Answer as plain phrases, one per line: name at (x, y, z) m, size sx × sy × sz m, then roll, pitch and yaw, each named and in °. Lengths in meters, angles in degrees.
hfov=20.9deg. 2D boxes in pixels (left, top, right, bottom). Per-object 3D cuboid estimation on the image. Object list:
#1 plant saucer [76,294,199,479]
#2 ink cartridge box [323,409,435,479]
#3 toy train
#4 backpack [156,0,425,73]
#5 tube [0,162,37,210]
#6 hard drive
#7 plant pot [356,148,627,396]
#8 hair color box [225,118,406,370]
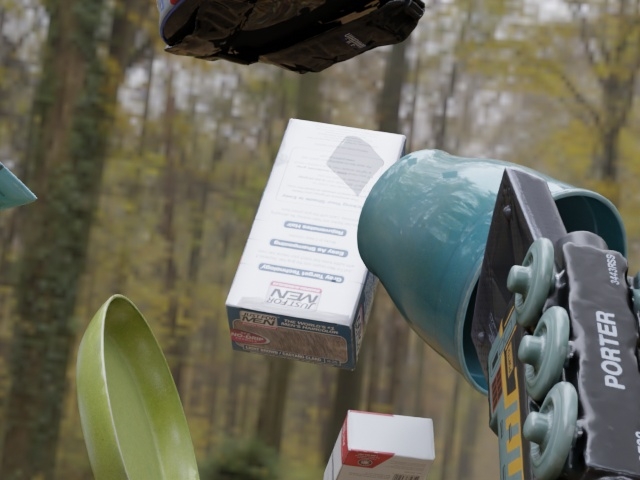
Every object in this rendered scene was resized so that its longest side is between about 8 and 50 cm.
plant saucer at (-0.150, 0.164, 1.426) m, size 0.037 × 0.241 × 0.241 m, roll -17°, pitch -13°, yaw 8°
ink cartridge box at (0.063, 0.252, 1.937) m, size 0.099 × 0.056 × 0.135 m, roll 8°, pitch -40°, yaw -10°
toy train at (0.209, 0.141, 1.403) m, size 0.142 × 0.334 × 0.190 m, roll 12°, pitch -52°, yaw -8°
backpack at (-0.060, -0.299, 1.879) m, size 0.276 × 0.213 × 0.263 m, roll 9°, pitch -28°, yaw -31°
tube at (-0.313, -0.042, 1.477) m, size 0.080 × 0.052 × 0.207 m, roll 40°, pitch -28°, yaw -21°
hard drive at (0.213, 0.066, 1.811) m, size 0.054 × 0.172 × 0.255 m, roll -4°, pitch -46°, yaw -11°
plant pot at (0.188, 0.015, 2.118) m, size 0.271 × 0.272 × 0.255 m, roll 15°, pitch 14°, yaw -46°
hair color box at (0.000, 0.000, 2.368) m, size 0.174 × 0.347 × 0.105 m, roll 9°, pitch -40°, yaw 11°
